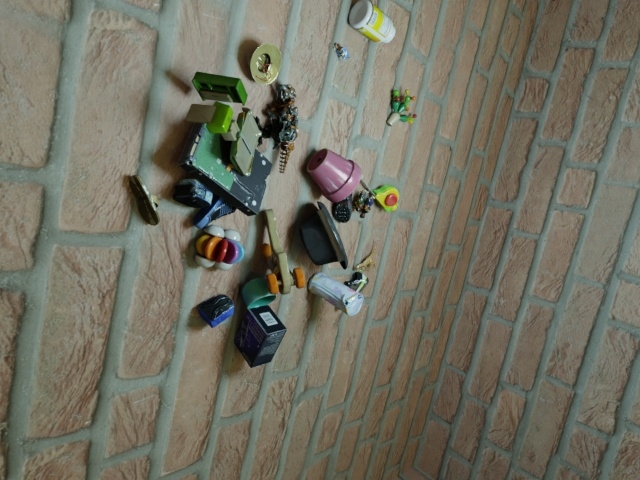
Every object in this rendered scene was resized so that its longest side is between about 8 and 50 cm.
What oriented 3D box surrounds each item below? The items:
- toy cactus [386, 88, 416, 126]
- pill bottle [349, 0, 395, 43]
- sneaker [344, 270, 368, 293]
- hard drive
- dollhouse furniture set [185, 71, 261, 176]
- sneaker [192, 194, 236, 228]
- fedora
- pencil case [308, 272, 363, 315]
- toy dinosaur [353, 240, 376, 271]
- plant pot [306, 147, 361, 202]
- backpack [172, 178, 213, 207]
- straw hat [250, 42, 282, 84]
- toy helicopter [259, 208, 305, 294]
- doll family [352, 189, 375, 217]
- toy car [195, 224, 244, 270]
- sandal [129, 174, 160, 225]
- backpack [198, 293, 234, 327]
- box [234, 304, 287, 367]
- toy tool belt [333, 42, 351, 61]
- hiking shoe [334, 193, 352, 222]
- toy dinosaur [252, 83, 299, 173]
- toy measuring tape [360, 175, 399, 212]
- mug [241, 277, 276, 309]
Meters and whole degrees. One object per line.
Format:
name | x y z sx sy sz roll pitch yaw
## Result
toy cactus | 0.409 -0.648 2.194 0.180 0.112 0.219 -52 144 -6
pill bottle | 0.231 -0.936 1.877 0.215 0.117 0.117 7 99 -47
sneaker | 0.153 0.257 2.288 0.097 0.084 0.234 43 77 -7
hard drive | -0.321 -0.267 1.533 0.339 0.064 0.236 39 53 -45
dollhouse furniture set | -0.320 -0.372 1.444 0.301 0.152 0.197 71 30 -69
sneaker | -0.364 -0.117 1.593 0.232 0.081 0.090 -52 128 -20
fedora | 0.000 0.000 1.924 0.153 0.334 0.334 -24 126 -3
pencil case | 0.069 0.250 2.038 0.124 0.273 0.113 -1 112 -47
toy dinosaur | 0.264 0.105 2.337 0.211 0.064 0.112 -45 131 -25
plant pot | 0.047 -0.295 1.886 0.180 0.201 0.201 37 77 -30
backpack | -0.430 -0.162 1.493 0.114 0.105 0.084 31 61 -56
straw hat | -0.213 -0.644 1.569 0.145 0.061 0.144 -28 139 -28
toy helicopter | -0.179 0.047 1.785 0.140 0.235 0.354 -12 91 -14
doll family | 0.218 -0.178 2.180 0.193 0.076 0.111 26 81 -51
toy car | -0.361 0.035 1.610 0.182 0.136 0.159 17 92 -48
sandal | -0.558 -0.132 1.407 0.049 0.072 0.180 -50 134 -52
backpack | -0.400 0.272 1.692 0.120 0.098 0.101 -36 157 -32
box | -0.251 0.397 1.801 0.108 0.153 0.207 -4 128 -45
toy tool belt | 0.096 -0.798 1.838 0.052 0.051 0.083 -54 135 -17
hiking shoe | 0.122 -0.188 2.061 0.114 0.086 0.226 -61 160 -45
toy dinosaur | -0.141 -0.429 1.670 0.218 0.165 0.321 -27 102 -56
toy measuring tape | 0.312 -0.263 2.217 0.330 0.121 0.121 43 73 -38
mug | -0.264 0.220 1.801 0.130 0.097 0.158 -8 153 -39
